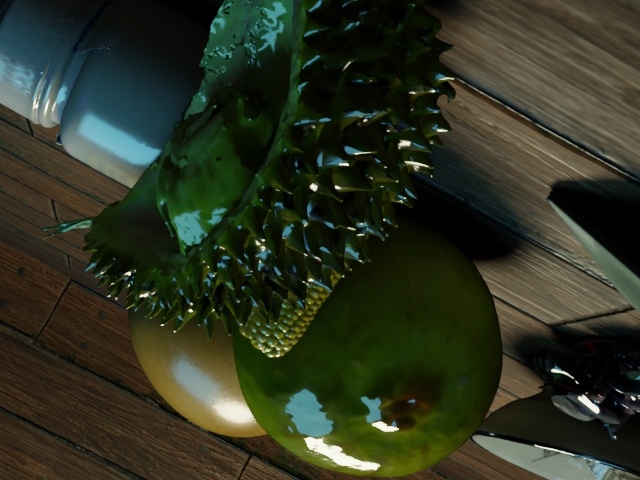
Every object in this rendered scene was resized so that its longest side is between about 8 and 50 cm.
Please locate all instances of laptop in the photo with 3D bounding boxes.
[{"bbox_3d":[0.279,0.078,0.715,0.188,0.015,0.269,42,-173,-44],"label":"laptop"}]

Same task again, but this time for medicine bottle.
[{"bbox_3d":[-0.125,-0.107,0.766,0.258,0.143,0.143,28,165,-6],"label":"medicine bottle"}]

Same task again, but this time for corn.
[{"bbox_3d":[0.000,0.000,0.803,0.067,0.206,0.067,30,-175,-3],"label":"corn"}]

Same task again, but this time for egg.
[{"bbox_3d":[-0.131,0.139,1.392,0.250,0.250,0.322,9,151,50],"label":"egg"}]

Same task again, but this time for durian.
[{"bbox_3d":[-0.039,-0.047,0.649,0.355,0.157,0.169,-46,68,37],"label":"durian"}]

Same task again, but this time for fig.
[{"bbox_3d":[0.035,0.092,0.982,0.258,0.258,0.326,33,180,-19],"label":"fig"}]

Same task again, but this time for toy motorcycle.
[{"bbox_3d":[0.311,0.156,1.008,0.122,0.082,0.213,32,165,-15],"label":"toy motorcycle"}]

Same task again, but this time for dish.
[{"bbox_3d":[0.344,0.247,1.191,0.317,0.106,0.316,21,166,6],"label":"dish"}]
